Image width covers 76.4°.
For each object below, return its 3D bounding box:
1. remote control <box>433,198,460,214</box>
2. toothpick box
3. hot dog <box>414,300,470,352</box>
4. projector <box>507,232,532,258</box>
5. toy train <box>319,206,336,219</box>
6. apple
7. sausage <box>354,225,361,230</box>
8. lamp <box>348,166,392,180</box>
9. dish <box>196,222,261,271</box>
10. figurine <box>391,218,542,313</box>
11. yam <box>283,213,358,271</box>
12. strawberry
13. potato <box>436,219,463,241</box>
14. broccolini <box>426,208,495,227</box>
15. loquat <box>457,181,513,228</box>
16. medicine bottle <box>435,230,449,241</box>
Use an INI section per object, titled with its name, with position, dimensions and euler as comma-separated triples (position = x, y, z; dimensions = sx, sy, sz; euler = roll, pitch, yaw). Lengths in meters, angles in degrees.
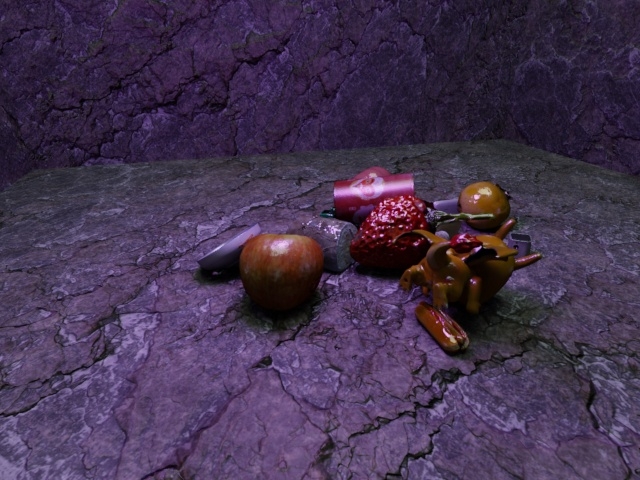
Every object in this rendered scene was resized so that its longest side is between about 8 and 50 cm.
[remote control]
position = 0.677, -0.159, 2.050
dimensions = 0.250, 0.103, 0.034
euler = -9, 29, -16
[toothpick box]
position = 0.239, -0.175, 1.762
dimensions = 0.334, 0.204, 0.204
euler = -4, 24, 13
[hot dog]
position = 0.359, 0.249, 1.228
dimensions = 0.092, 0.062, 0.235
euler = -12, 26, -15
[projector]
position = 0.820, 0.022, 1.682
dimensions = 0.083, 0.082, 0.083
euler = 8, 26, 20
[toy train]
position = 0.050, -0.087, 1.865
dimensions = 0.091, 0.136, 0.227
euler = 8, 28, 18
[apple]
position = -0.130, 0.103, 1.365
dimensions = 0.278, 0.249, 0.309
euler = 0, -1, 38
[sausage]
position = 0.248, -0.016, 1.778
dimensions = 0.302, 0.076, 0.103
euler = 10, 27, 21
[lamp]
position = 0.245, -0.227, 2.043
dimensions = 0.305, 0.239, 0.305
euler = -34, -5, -4
[dish]
position = -0.327, 0.058, 1.576
dimensions = 0.273, 0.133, 0.273
euler = -30, 9, 5
[figurine]
position = 0.468, 0.083, 1.270
dimensions = 0.387, 0.267, 0.401
euler = -8, 2, -33
[yam]
position = -0.002, -0.003, 1.637
dimensions = 0.271, 0.201, 0.202
euler = 6, 24, 29
[strawberry]
position = 0.282, -0.034, 1.567
dimensions = 0.310, 0.291, 0.291
euler = 6, 26, 10
[potato]
position = 0.537, -0.069, 1.798
dimensions = 0.149, 0.120, 0.081
euler = 8, 36, -9
[broccolini]
position = 0.465, -0.073, 1.356
dimensions = 0.216, 0.067, 0.058
euler = 3, 13, 24
[loquat]
position = 0.779, -0.169, 1.923
dimensions = 0.244, 0.243, 0.244
euler = 0, 25, 0
[medicine bottle]
position = 0.489, 0.010, 1.715
dimensions = 0.079, 0.079, 0.140
euler = 18, 31, 34
